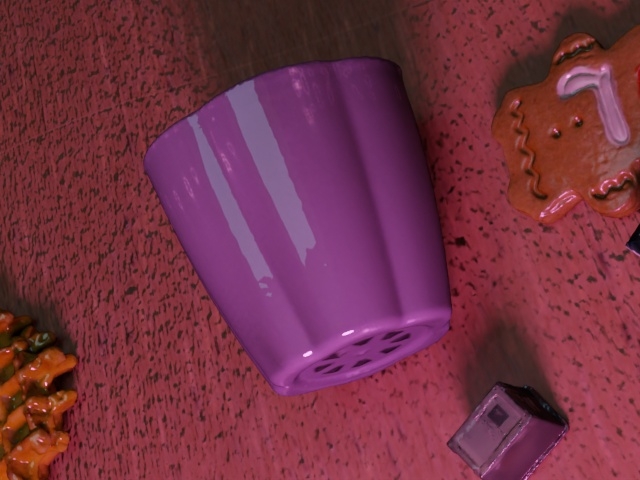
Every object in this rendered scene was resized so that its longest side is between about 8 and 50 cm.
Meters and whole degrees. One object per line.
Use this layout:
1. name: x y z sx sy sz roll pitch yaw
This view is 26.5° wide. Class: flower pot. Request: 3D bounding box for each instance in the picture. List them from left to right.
1. flower pot: 0.000 0.000 1.240 0.265 0.265 0.243 -30 73 25

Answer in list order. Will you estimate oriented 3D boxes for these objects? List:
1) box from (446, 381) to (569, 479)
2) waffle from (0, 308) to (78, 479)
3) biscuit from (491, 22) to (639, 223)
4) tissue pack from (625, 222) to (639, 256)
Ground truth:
1. box: 0.158 0.168 1.163 0.084 0.063 0.060 -52 53 11
2. waffle: -0.388 0.224 1.541 0.260 0.069 0.293 19 87 40
3. biscuit: 0.267 -0.114 1.197 0.249 0.035 0.184 -22 63 28
4. tissue pack: 0.336 -0.036 1.085 0.103 0.090 0.170 39 100 38
